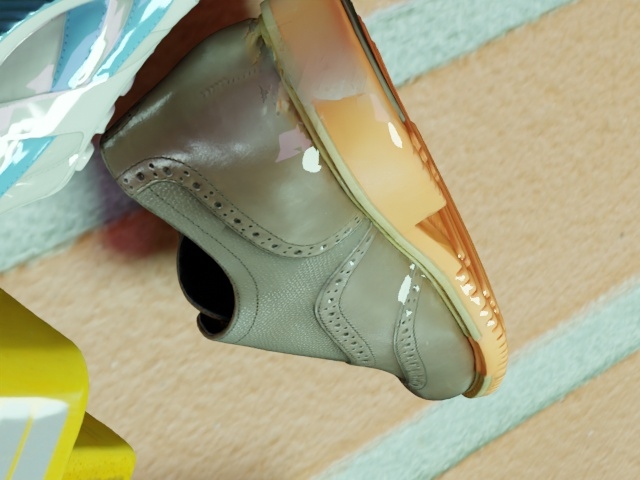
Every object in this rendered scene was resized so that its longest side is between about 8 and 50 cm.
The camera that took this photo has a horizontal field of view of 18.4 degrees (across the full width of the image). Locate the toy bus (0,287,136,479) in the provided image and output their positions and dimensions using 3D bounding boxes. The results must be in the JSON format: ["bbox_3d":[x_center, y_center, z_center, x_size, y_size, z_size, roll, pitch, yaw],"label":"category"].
[{"bbox_3d":[-0.207,0.082,0.774,0.332,0.108,0.130,5,110,-49],"label":"toy bus"}]

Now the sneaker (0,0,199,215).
[{"bbox_3d":[-0.111,-0.081,0.793,0.228,0.087,0.092,-39,148,-13],"label":"sneaker"}]

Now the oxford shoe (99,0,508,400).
[{"bbox_3d":[0.000,0.000,0.960,0.132,0.130,0.364,-26,149,4],"label":"oxford shoe"}]
